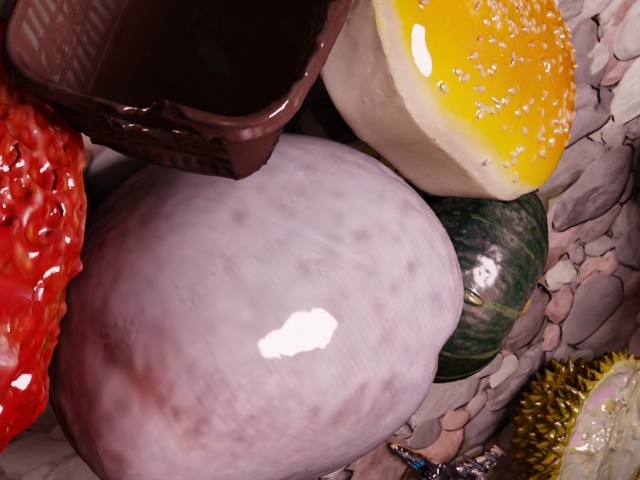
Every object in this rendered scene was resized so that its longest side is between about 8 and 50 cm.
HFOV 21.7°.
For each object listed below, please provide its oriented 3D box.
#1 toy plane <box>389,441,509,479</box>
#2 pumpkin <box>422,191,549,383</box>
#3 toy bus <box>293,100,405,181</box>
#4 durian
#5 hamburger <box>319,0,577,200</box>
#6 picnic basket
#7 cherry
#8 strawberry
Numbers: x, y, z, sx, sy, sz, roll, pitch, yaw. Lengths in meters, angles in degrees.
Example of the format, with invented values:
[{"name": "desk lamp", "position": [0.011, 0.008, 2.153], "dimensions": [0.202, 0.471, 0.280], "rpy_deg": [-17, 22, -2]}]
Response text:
[{"name": "toy plane", "position": [0.139, 0.267, 1.852], "dimensions": [0.135, 0.062, 0.188], "rpy_deg": [-47, 140, 7]}, {"name": "pumpkin", "position": [0.122, 0.030, 1.534], "dimensions": [0.211, 0.152, 0.211], "rpy_deg": [24, 90, -81]}, {"name": "toy bus", "position": [0.000, 0.000, 1.488], "dimensions": [0.106, 0.092, 0.268], "rpy_deg": [2, 125, -28]}, {"name": "durian", "position": [0.294, 0.189, 1.851], "dimensions": [0.193, 0.138, 0.237], "rpy_deg": [18, 110, -41]}, {"name": "hamburger", "position": [0.103, -0.156, 1.324], "dimensions": [0.151, 0.227, 0.295], "rpy_deg": [-17, 151, 23]}, {"name": "picnic basket", "position": [-0.071, -0.179, 1.132], "dimensions": [0.129, 0.223, 0.296], "rpy_deg": [83, 24, -64]}, {"name": "cherry", "position": [-0.050, 0.063, 1.295], "dimensions": [0.326, 0.335, 0.291], "rpy_deg": [-13, 96, 6]}, {"name": "strawberry", "position": [-0.305, 0.016, 1.142], "dimensions": [0.292, 0.310, 0.291], "rpy_deg": [6, 140, 5]}]
